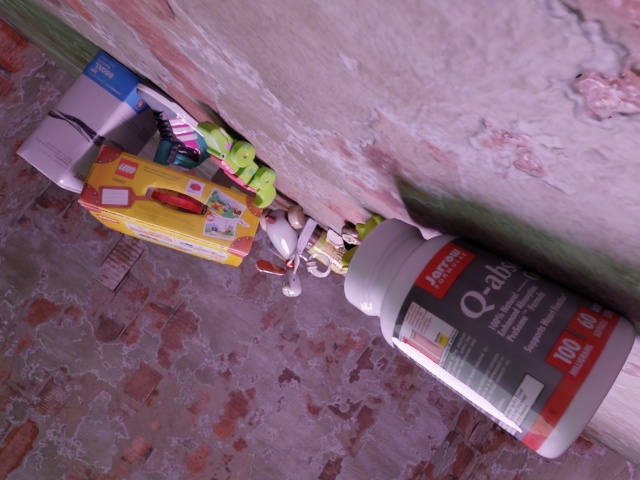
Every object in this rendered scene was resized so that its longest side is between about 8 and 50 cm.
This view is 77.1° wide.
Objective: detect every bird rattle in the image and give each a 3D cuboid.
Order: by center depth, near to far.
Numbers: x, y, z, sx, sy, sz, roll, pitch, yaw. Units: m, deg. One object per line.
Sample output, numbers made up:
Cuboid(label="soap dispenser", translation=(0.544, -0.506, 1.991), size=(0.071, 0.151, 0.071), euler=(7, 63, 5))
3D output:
Cuboid(label="bird rattle", translation=(0.176, 0.038, 0.929), size=(0.253, 0.143, 0.207), euler=(24, -172, -12))

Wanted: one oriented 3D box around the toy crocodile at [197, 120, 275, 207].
Cuboid(label="toy crocodile", translation=(-0.223, -0.205, 1.110), size=(0.115, 0.105, 0.340), euler=(32, 173, 27))

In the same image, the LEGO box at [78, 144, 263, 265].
Cuboid(label="LEGO box", translation=(-0.475, -0.085, 1.363), size=(0.499, 0.193, 0.372), euler=(19, 166, -12))

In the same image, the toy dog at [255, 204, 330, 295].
Cuboid(label="toy dog", translation=(-0.130, 0.025, 1.396), size=(0.334, 0.220, 0.161), euler=(62, -159, 9))

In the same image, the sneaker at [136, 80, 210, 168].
Cuboid(label="sneaker", translation=(-0.471, -0.322, 1.233), size=(0.295, 0.178, 0.123), euler=(41, 172, -39))

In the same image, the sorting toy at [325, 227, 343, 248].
Cuboid(label="sorting toy", translation=(0.052, -0.011, 1.459), size=(0.083, 0.045, 0.075), euler=(37, -167, -10))

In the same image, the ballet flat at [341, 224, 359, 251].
Cuboid(label="ballet flat", translation=(0.094, 0.007, 1.217), size=(0.084, 0.058, 0.250), euler=(34, 174, 8))

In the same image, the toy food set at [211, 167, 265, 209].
Cuboid(label="toy food set", translation=(-0.323, -0.199, 1.596), size=(0.219, 0.092, 0.306), euler=(38, -175, -16))

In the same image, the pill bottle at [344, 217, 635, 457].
Cuboid(label="pill bottle", translation=(0.224, 0.117, 0.611), size=(0.362, 0.210, 0.210), euler=(32, 173, 33))

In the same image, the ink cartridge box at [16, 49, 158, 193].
Cuboid(label="ink cartridge box", translation=(-0.708, -0.351, 1.297), size=(0.166, 0.395, 0.285), euler=(36, 174, -2))

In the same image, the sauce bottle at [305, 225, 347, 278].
Cuboid(label="sauce bottle", translation=(0.084, 0.077, 1.603), size=(0.344, 0.111, 0.111), euler=(35, 174, -12))

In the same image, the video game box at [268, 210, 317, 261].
Cuboid(label="video game box", translation=(-0.114, -0.016, 1.581), size=(0.048, 0.187, 0.205), euler=(31, 178, -31))
